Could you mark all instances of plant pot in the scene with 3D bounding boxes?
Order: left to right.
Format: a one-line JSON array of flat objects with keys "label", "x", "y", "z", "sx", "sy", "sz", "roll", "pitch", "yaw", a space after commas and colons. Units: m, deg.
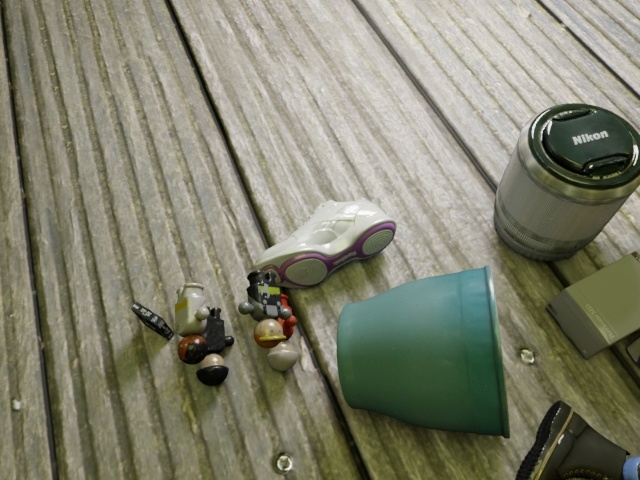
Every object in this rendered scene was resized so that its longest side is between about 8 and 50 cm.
[{"label": "plant pot", "x": 0.170, "y": 0.187, "z": 0.853, "sx": 0.255, "sy": 0.272, "sz": 0.272, "roll": -6, "pitch": 58, "yaw": 17}]

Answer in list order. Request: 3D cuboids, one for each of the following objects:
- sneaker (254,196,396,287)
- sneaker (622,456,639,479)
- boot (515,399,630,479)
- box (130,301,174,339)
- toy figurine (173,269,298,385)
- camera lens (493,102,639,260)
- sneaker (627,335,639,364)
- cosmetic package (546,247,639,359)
[{"label": "sneaker", "x": 0.000, "y": 0.000, "z": 1.063, "sx": 0.305, "sy": 0.114, "sz": 0.152, "roll": -21, "pitch": 47, "yaw": -14}, {"label": "sneaker", "x": 0.596, "y": 0.399, "z": 0.772, "sx": 0.232, "sy": 0.090, "sz": 0.081, "roll": 25, "pitch": 63, "yaw": 7}, {"label": "boot", "x": 0.412, "y": 0.381, "z": 0.822, "sx": 0.137, "sy": 0.077, "sz": 0.198, "roll": 34, "pitch": 68, "yaw": 15}, {"label": "box", "x": -0.326, "y": 0.158, "z": 0.984, "sx": 0.067, "sy": 0.083, "sz": 0.018, "roll": 27, "pitch": 63, "yaw": 17}, {"label": "toy figurine", "x": -0.148, "y": 0.162, "z": 0.901, "sx": 0.213, "sy": 0.209, "sz": 0.148, "roll": -9, "pitch": 65, "yaw": -1}, {"label": "camera lens", "x": 0.472, "y": -0.110, "z": 0.988, "sx": 0.219, "sy": 0.274, "sz": 0.219, "roll": -1, "pitch": 60, "yaw": 2}, {"label": "sneaker", "x": 0.740, "y": 0.177, "z": 0.890, "sx": 0.315, "sy": 0.127, "sz": 0.182, "roll": -20, "pitch": 58, "yaw": -10}, {"label": "cosmetic package", "x": 0.572, "y": 0.109, "z": 0.955, "sx": 0.238, "sy": 0.107, "sz": 0.127, "roll": -25, "pitch": 64, "yaw": -15}]
